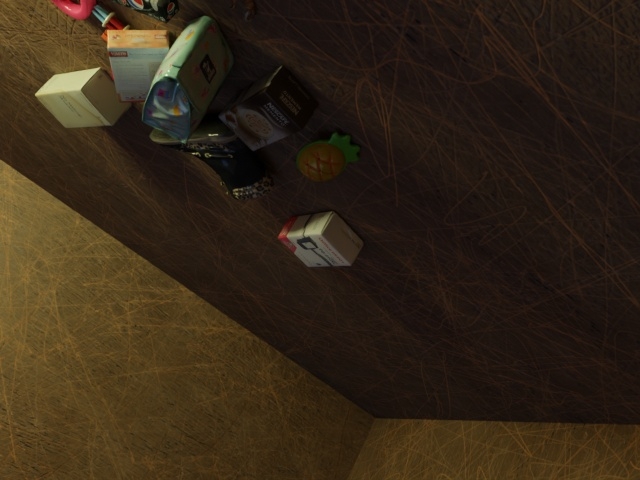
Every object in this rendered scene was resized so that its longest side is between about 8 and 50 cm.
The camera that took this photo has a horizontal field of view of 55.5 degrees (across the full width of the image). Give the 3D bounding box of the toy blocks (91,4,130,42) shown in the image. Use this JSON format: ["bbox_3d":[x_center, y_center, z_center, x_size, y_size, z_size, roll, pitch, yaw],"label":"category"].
[{"bbox_3d":[-0.572,-0.575,1.688,0.148,0.054,0.123,40,152,-18],"label":"toy blocks"}]

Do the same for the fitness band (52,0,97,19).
[{"bbox_3d":[-0.698,-0.711,1.593,0.209,0.054,0.291,21,154,13],"label":"fitness band"}]

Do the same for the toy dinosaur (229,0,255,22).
[{"bbox_3d":[-0.183,-0.566,1.310,0.112,0.064,0.211,9,160,7],"label":"toy dinosaur"}]

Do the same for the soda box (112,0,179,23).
[{"bbox_3d":[-0.437,-0.599,1.498,0.169,0.060,0.053,25,153,12],"label":"soda box"}]

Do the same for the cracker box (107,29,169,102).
[{"bbox_3d":[-0.492,-0.477,1.682,0.155,0.067,0.232,-4,157,-12],"label":"cracker box"}]

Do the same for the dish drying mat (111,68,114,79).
[{"bbox_3d":[-0.639,-0.525,1.902,0.032,0.008,0.083,31,153,-2],"label":"dish drying mat"}]

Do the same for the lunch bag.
[{"bbox_3d":[-0.332,-0.410,1.538,0.160,0.223,0.262,28,153,-8],"label":"lunch bag"}]

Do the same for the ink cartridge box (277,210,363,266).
[{"bbox_3d":[0.000,0.000,2.049,0.237,0.100,0.172,-5,137,50],"label":"ink cartridge box"}]

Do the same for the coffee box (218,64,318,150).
[{"bbox_3d":[-0.141,-0.341,1.598,0.141,0.098,0.246,43,152,-24],"label":"coffee box"}]

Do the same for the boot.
[{"bbox_3d":[-0.337,-0.264,1.910,0.377,0.138,0.284,4,144,34],"label":"boot"}]

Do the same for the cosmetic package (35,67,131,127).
[{"bbox_3d":[-0.800,-0.474,2.045,0.309,0.113,0.160,7,145,41],"label":"cosmetic package"}]

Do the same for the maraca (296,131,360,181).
[{"bbox_3d":[0.019,-0.225,1.645,0.185,0.099,0.127,-27,129,30],"label":"maraca"}]
